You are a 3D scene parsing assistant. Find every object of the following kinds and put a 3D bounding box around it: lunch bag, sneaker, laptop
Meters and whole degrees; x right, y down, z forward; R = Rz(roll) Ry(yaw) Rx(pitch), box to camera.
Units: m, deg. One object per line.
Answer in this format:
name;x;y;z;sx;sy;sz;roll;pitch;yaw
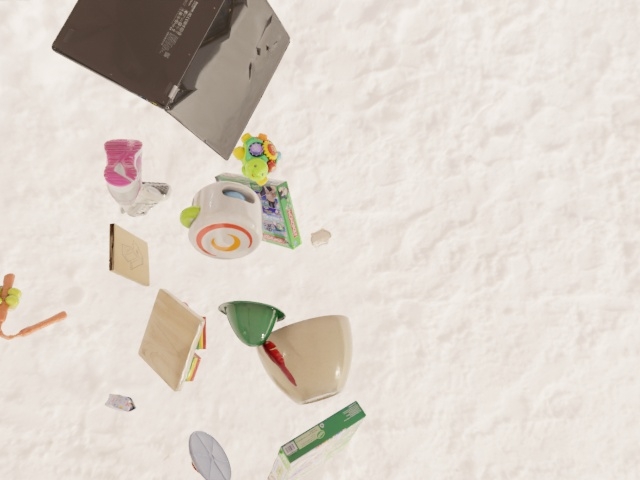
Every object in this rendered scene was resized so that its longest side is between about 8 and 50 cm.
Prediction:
lunch bag;-0.677;0.555;1.704;0.083;0.071;0.053;40;54;-31
sneaker;-0.563;-0.131;1.593;0.110;0.292;0.119;0;95;-43
laptop;-0.318;-0.470;1.189;0.407;0.236;0.382;27;83;-8
sneaker;-0.543;-0.190;1.375;0.102;0.111;0.252;2;43;-14

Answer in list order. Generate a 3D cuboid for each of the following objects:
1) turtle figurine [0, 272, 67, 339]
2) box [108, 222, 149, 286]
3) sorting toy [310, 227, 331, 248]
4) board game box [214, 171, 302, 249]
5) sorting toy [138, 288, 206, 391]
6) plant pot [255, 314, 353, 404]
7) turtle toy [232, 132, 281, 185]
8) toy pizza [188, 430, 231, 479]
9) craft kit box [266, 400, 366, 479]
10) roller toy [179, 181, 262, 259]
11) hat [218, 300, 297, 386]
turtle figurine;-0.424;0.038;0.519;0.269;0.087;0.218;-12;96;-40
box;-0.631;0.051;1.658;0.021;0.201;0.165;-13;68;10
sorting toy;0.000;0.000;1.891;0.083;0.075;0.045;-24;49;-9
board game box;-0.203;-0.100;1.601;0.046;0.317;0.214;-35;124;-36
sorting toy;-0.484;0.331;1.700;0.089;0.257;0.256;12;101;-50
plant pot;-0.025;0.352;1.420;0.283;0.284;0.191;-14;66;-11
turtle toy;-0.122;-0.162;0.998;0.095;0.066;0.130;49;37;-28
toy pizza;-0.363;0.710;1.618;0.032;0.201;0.201;-38;92;4
craft kit box;-0.014;0.564;1.362;0.249;0.247;0.061;-21;59;-30
roller toy;-0.247;-0.054;1.323;0.190;0.209;0.146;-13;52;9
hat;-0.178;0.262;1.255;0.172;0.208;0.184;26;59;-36
